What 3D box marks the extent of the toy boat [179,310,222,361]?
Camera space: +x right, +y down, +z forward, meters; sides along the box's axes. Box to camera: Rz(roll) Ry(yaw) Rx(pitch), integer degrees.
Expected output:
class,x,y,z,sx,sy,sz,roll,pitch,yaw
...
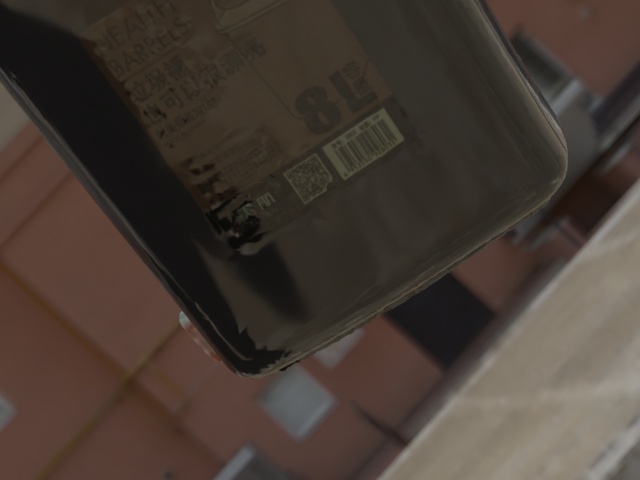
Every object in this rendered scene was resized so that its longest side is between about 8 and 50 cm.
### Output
class,x,y,z,sx,sy,sz,roll,pitch,yaw
toy boat,0.000,0.000,1.039,0.262,0.114,0.115,-24,31,39

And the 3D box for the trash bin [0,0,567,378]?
class,x,y,z,sx,sy,sz,roll,pitch,yaw
trash bin,-0.041,-0.109,0.777,0.209,0.290,0.182,-32,13,9
